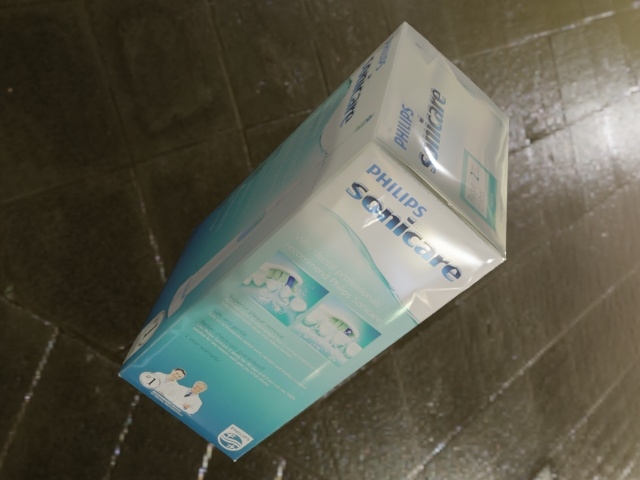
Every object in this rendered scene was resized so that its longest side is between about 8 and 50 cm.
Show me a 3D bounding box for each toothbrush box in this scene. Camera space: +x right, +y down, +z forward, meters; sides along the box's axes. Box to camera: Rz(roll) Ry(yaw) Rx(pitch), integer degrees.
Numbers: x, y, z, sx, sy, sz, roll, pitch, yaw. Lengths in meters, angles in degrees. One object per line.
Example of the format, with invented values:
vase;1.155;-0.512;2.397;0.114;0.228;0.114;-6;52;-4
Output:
toothbrush box;0.000;0.000;0.748;0.126;0.295;0.216;39;31;-14
